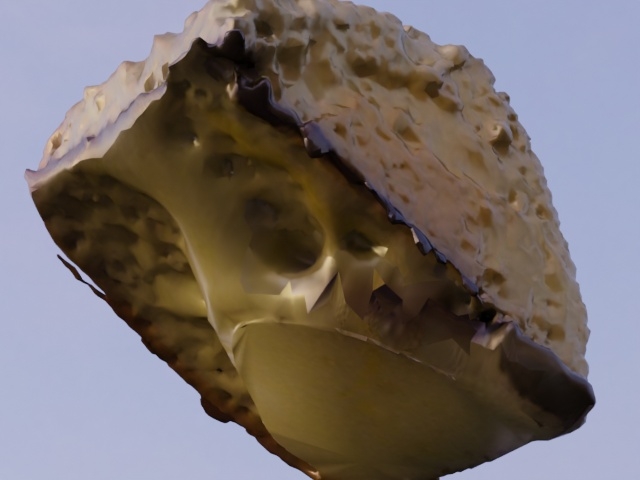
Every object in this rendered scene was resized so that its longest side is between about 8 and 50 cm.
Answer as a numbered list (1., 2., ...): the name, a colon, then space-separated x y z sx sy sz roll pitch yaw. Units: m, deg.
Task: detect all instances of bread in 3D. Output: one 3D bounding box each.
1. bread: 0.000 0.000 0.824 0.204 0.162 0.262 -32 -77 37
